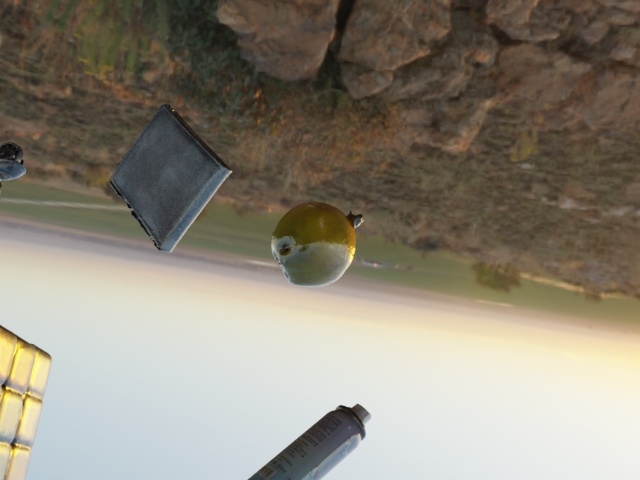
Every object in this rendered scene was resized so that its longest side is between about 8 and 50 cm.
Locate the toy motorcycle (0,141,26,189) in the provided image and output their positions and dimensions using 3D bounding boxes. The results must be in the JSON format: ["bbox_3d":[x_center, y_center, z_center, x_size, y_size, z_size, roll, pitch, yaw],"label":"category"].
[{"bbox_3d":[-0.615,-0.093,1.075,0.263,0.157,0.091,-3,147,16],"label":"toy motorcycle"}]

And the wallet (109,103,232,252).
[{"bbox_3d":[-0.240,-0.103,1.008,0.222,0.167,0.036,44,-170,37],"label":"wallet"}]

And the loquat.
[{"bbox_3d":[0.000,0.000,1.617,0.246,0.213,0.213,-30,-177,-11],"label":"loquat"}]

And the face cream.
[{"bbox_3d":[-0.010,0.337,1.016,0.229,0.075,0.075,-32,-161,-30],"label":"face cream"}]

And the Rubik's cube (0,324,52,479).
[{"bbox_3d":[-0.477,0.206,0.624,0.293,0.292,0.287,3,156,1],"label":"Rubik's cube"}]
